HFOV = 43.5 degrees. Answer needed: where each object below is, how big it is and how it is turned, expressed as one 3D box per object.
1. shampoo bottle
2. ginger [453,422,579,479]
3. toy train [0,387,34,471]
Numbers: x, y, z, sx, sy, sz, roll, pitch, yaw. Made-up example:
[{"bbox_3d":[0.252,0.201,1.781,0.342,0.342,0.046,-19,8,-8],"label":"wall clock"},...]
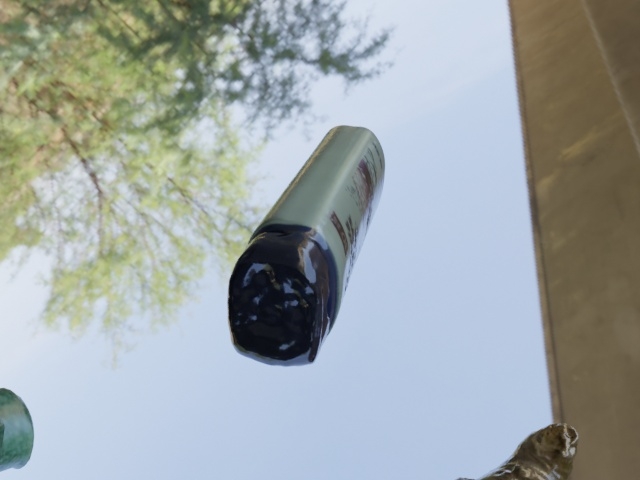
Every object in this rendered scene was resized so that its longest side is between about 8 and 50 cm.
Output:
[{"bbox_3d":[0.000,0.000,0.718,0.078,0.134,0.359,7,-158,8],"label":"shampoo bottle"},{"bbox_3d":[0.164,0.261,0.765,0.213,0.074,0.137,-42,-170,32],"label":"ginger"},{"bbox_3d":[-0.382,0.125,0.462,0.253,0.397,0.160,30,-67,33],"label":"toy train"}]
